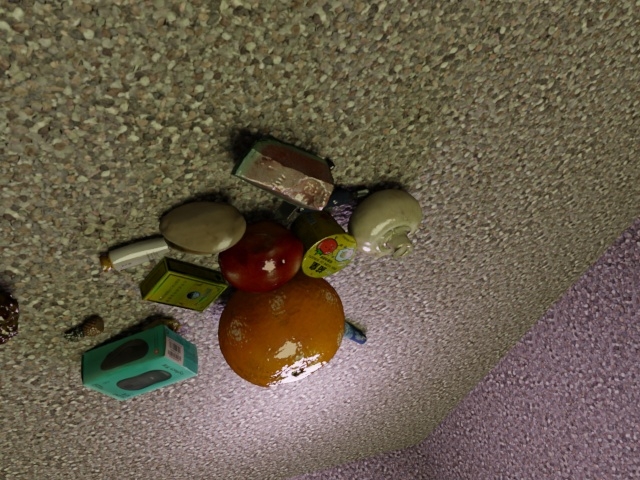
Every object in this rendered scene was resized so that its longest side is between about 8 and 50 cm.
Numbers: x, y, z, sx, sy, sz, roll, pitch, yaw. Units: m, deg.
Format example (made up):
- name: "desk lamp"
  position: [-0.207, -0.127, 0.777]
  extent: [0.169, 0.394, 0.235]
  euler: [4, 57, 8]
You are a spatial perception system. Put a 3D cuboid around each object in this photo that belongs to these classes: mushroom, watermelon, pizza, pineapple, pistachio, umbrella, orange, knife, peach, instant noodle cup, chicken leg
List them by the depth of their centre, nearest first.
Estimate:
- name: "chicken leg"
  position: [-0.888, 0.170, 1.417]
  extent: [0.212, 0.140, 0.361]
  euler: [-21, 148, 6]
- name: "watermelon"
  position: [-0.077, -0.170, 1.447]
  extent: [0.318, 0.226, 0.148]
  euler: [20, 98, -58]
- name: "pistachio"
  position: [-0.311, -0.031, 1.527]
  extent: [0.238, 0.153, 0.137]
  euler: [1, 135, 14]
- name: "knife"
  position: [-0.052, -0.141, 1.607]
  extent: [0.230, 0.060, 0.028]
  euler: [-49, 172, 6]
- name: "peach"
  position: [-0.170, 0.049, 1.631]
  extent: [0.244, 0.199, 0.243]
  euler: [-18, -175, 1]
- name: "umbrella"
  position: [0.038, -0.129, 1.684]
  extent: [0.248, 0.071, 0.070]
  euler: [-15, 142, -22]
- name: "pineapple"
  position: [-0.714, 0.271, 1.730]
  extent: [0.125, 0.058, 0.058]
  euler: [-17, 145, 11]
- name: "instant noodle cup"
  position: [0.000, 0.000, 1.741]
  extent: [0.182, 0.144, 0.182]
  euler: [-18, 141, -15]
- name: "mushroom"
  position: [0.209, -0.037, 1.782]
  extent: [0.246, 0.202, 0.246]
  euler: [-25, 155, -13]
- name: "orange"
  position: [-0.120, 0.293, 1.874]
  extent: [0.424, 0.326, 0.423]
  euler: [-15, 142, -12]
- name: "pizza"
  position: [-0.532, 0.301, 1.878]
  extent: [0.160, 0.035, 0.099]
  euler: [-30, 143, 4]

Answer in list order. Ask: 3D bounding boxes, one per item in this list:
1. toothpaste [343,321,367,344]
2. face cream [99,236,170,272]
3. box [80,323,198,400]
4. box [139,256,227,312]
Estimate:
- name: "toothpaste"
  position: [0.126, 0.382, 2.366]
  extent: [0.069, 0.047, 0.268]
  euler: [-43, 141, 10]
- name: "face cream"
  position: [-0.504, 0.038, 1.561]
  extent: [0.182, 0.051, 0.072]
  euler: [-18, 147, -10]
- name: "box"
  position: [-0.580, 0.401, 1.858]
  extent: [0.312, 0.118, 0.205]
  euler: [-20, 143, 11]
- name: "box"
  position: [-0.410, 0.138, 1.732]
  extent: [0.141, 0.064, 0.220]
  euler: [-44, 141, 22]
